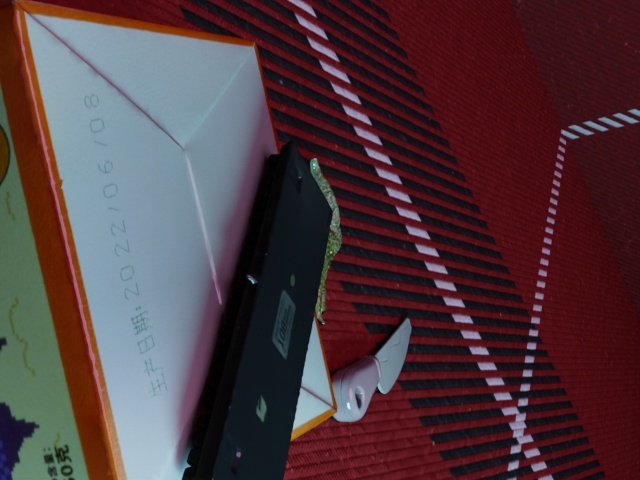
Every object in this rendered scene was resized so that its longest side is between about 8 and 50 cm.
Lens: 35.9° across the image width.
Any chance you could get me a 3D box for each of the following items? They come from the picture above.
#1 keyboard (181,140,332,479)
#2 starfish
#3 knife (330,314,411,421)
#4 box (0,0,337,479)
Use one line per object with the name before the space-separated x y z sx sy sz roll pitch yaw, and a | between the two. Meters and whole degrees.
keyboard | -0.040 0.063 0.757 0.106 0.027 0.317 58 32 -41
starfish | 0.002 0.000 1.326 0.217 0.050 0.223 -25 110 -75
knife | 0.092 0.189 1.459 0.336 0.043 0.081 -26 107 -63
box | -0.193 0.025 0.786 0.319 0.257 0.348 -15 92 -63
